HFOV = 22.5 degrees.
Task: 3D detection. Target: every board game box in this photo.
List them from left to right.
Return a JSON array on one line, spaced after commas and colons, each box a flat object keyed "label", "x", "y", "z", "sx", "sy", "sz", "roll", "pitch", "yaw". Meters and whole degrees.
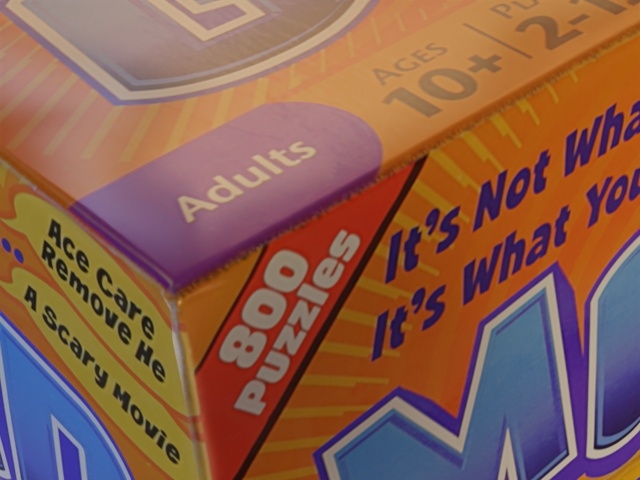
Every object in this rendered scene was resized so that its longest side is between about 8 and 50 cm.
[{"label": "board game box", "x": 0.000, "y": 0.000, "z": 0.677, "sx": 0.356, "sy": 0.356, "sz": 0.356, "roll": 34, "pitch": 143, "yaw": 39}]
